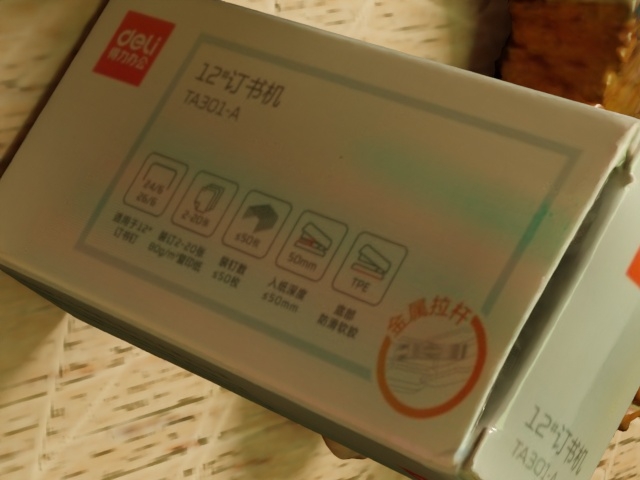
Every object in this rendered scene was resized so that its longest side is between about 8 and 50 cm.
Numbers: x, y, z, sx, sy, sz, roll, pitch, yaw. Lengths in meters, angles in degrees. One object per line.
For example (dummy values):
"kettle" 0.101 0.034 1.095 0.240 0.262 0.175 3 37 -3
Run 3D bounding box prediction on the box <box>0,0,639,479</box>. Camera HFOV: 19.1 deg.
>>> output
"box" 0.000 0.000 0.692 0.079 0.269 0.135 40 75 -48

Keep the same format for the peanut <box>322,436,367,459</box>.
"peanut" 0.024 0.033 0.881 0.076 0.076 0.152 -17 116 -41

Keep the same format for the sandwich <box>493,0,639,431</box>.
"sandwich" 0.168 -0.032 0.932 0.250 0.162 0.301 20 93 -51
